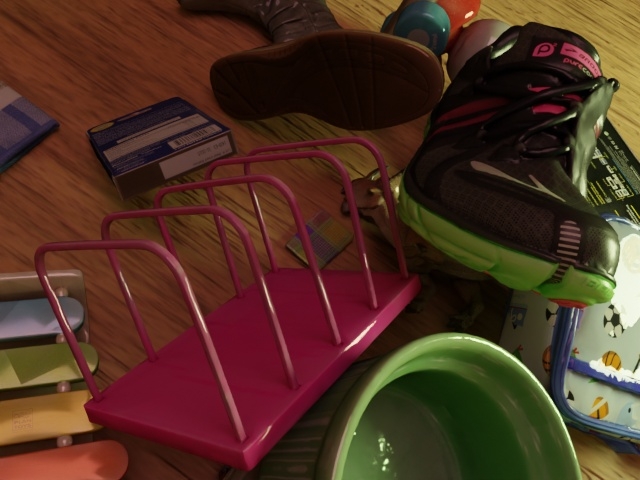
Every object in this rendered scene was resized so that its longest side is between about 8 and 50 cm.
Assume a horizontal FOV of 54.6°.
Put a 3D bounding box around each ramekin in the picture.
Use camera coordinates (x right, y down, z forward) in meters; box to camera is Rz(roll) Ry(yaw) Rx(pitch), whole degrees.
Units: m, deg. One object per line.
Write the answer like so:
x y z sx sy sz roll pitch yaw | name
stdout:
0.088 0.244 0.565 0.303 0.148 0.303 11 69 -32 | ramekin

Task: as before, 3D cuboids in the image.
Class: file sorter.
-0.073 0.027 0.583 0.290 0.202 0.182 -36 118 -47 | file sorter

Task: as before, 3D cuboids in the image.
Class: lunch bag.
0.344 0.116 0.711 0.303 0.115 0.243 22 76 -28 | lunch bag

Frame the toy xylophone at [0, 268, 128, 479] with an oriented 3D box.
-0.306 0.187 0.578 0.236 0.081 0.323 -12 64 -21 | toy xylophone

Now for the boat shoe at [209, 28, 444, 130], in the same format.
0.014 -0.221 0.816 0.342 0.123 0.123 5 33 36 | boat shoe

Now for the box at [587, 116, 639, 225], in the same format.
0.364 -0.071 0.918 0.257 0.079 0.322 -16 66 -21 | box

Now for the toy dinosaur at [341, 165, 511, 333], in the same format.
0.175 -0.005 0.805 0.295 0.127 0.200 21 50 -9 | toy dinosaur

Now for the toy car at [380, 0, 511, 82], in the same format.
0.205 -0.265 0.918 0.238 0.210 0.219 28 46 -8 | toy car

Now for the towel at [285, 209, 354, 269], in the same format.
0.000 0.000 0.814 0.060 0.009 0.083 40 59 8 | towel

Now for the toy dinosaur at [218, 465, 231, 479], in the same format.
-0.080 0.213 0.653 0.090 0.047 0.082 12 78 -23 | toy dinosaur

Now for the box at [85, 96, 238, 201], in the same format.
-0.200 -0.120 0.751 0.136 0.036 0.225 -26 32 -16 | box

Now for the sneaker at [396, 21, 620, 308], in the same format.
0.196 -0.112 0.631 0.185 0.202 0.483 21 32 -6 | sneaker

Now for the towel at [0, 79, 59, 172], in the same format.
-0.502 -0.159 0.753 0.285 0.034 0.209 33 55 2 | towel

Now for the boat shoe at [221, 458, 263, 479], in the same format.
-0.088 0.281 0.584 0.233 0.084 0.079 -36 118 -30 | boat shoe

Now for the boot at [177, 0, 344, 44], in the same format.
-0.085 -0.352 0.956 0.246 0.083 0.161 -14 71 -21 | boot
